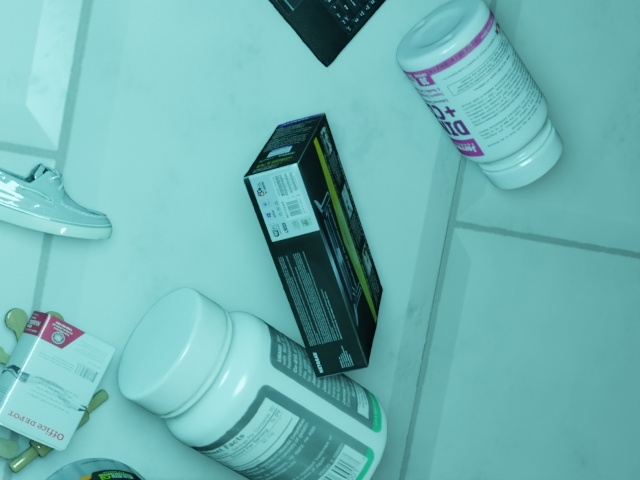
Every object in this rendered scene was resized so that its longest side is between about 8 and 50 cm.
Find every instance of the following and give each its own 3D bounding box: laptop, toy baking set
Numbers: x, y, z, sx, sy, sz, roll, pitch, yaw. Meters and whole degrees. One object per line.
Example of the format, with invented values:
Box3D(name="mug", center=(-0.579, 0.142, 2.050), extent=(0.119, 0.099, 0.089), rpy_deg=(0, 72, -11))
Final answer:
Box3D(name="laptop", center=(0.049, -0.423, 1.441), extent=(0.264, 0.136, 0.234), rpy_deg=(-50, 118, -14))
Box3D(name="toy baking set", center=(-0.404, 0.204, 1.337), extent=(0.256, 0.030, 0.196), rpy_deg=(-44, 116, -27))

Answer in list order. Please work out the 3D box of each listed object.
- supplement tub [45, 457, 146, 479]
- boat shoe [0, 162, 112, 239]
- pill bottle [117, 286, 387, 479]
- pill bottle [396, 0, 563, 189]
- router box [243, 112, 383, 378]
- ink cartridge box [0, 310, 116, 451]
Box3D(name="supplement tub", center=(-0.257, 0.418, 1.300), extent=(0.194, 0.316, 0.193), rpy_deg=(-5, 101, -30))
Box3D(name="boat shoe", center=(-0.368, -0.060, 1.292), extent=(0.227, 0.079, 0.081), rpy_deg=(17, 94, -28))
Box3D(name="pill bottle", center=(-0.092, 0.227, 1.429), extent=(0.361, 0.204, 0.204), rpy_deg=(37, 79, -29))
Box3D(name="pill bottle", center=(0.257, -0.225, 1.582), extent=(0.160, 0.160, 0.283), rpy_deg=(-48, 118, -15))
Box3D(name="router box", center=(0.000, 0.000, 1.429), extent=(0.081, 0.243, 0.308), rpy_deg=(-14, 109, 15))
Box3D(name="ink cartridge box", center=(-0.354, 0.183, 1.313), extent=(0.109, 0.063, 0.150), rpy_deg=(35, 71, -33))
